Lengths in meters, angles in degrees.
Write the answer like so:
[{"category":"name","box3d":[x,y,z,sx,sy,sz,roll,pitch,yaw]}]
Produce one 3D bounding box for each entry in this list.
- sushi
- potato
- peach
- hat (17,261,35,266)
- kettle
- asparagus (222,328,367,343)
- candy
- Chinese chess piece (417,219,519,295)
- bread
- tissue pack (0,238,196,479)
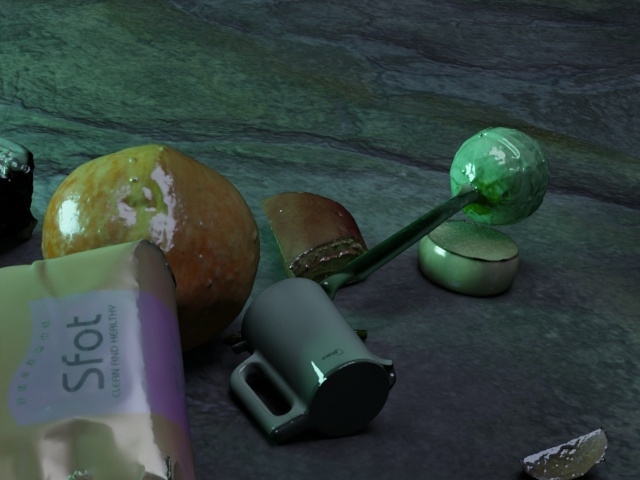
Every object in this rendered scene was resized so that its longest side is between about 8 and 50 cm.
[{"category":"sushi","box3d":[-0.396,-0.039,1.599,0.147,0.115,0.212,19,24,8]},{"category":"potato","box3d":[0.231,0.213,1.438,0.093,0.036,0.037,-18,71,-18]},{"category":"peach","box3d":[-0.164,0.014,1.481,0.232,0.233,0.232,10,25,-4]},{"category":"hat","box3d":[-0.290,0.066,1.429,0.129,0.140,0.227,38,8,-10]},{"category":"kettle","box3d":[-0.015,0.115,1.460,0.126,0.098,0.148,2,29,-32]},{"category":"asparagus","box3d":[-0.026,0.098,1.584,0.162,0.016,0.016,1,45,-24]},{"category":"candy","box3d":[0.126,-0.026,1.712,0.119,0.119,0.440,25,33,28]},{"category":"Chinese chess piece","box3d":[0.176,0.020,1.802,0.122,0.051,0.122,9,22,-4]},{"category":"bread","box3d":[0.000,-0.001,1.745,0.119,0.067,0.192,4,26,-16]},{"category":"tissue pack","box3d":[-0.213,0.132,1.204,0.215,0.123,0.257,-11,48,-1]}]
